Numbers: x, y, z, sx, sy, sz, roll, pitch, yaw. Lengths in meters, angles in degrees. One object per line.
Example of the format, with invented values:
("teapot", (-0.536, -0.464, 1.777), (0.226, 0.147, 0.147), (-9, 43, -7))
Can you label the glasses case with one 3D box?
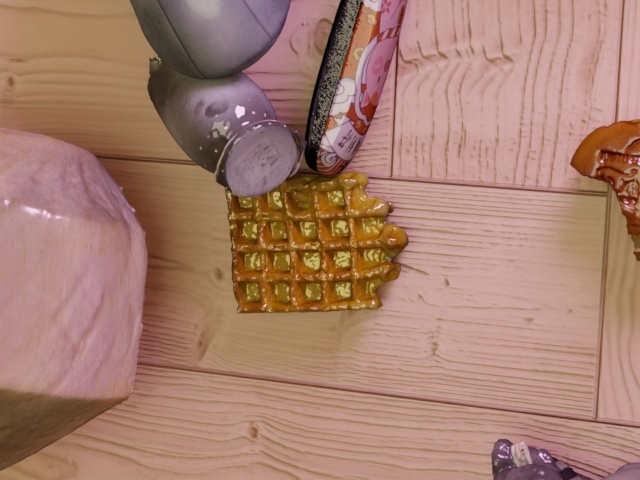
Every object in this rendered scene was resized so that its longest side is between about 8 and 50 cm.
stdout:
("glasses case", (0.041, -0.200, 1.722), (0.067, 0.103, 0.267), (20, 105, 15))

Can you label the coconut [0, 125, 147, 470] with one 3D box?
("coconut", (-0.392, 0.075, 1.796), (0.415, 0.344, 0.415), (-30, 54, 53))

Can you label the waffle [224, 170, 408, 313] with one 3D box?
("waffle", (0.000, 0.000, 1.787), (0.210, 0.055, 0.161), (-4, 96, 22))

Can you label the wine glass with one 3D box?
("wine glass", (-0.113, -0.138, 1.748), (0.204, 0.111, 0.111), (47, 113, 39))

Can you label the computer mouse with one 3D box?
("computer mouse", (-0.154, -0.353, 1.725), (0.188, 0.122, 0.371), (-26, 63, 12))

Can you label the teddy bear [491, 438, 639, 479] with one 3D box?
("teddy bear", (0.308, 0.306, 1.673), (0.251, 0.144, 0.171), (5, 119, 21))

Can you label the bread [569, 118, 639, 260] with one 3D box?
("bread", (0.350, -0.064, 1.629), (0.125, 0.086, 0.156), (-35, 85, 20))
